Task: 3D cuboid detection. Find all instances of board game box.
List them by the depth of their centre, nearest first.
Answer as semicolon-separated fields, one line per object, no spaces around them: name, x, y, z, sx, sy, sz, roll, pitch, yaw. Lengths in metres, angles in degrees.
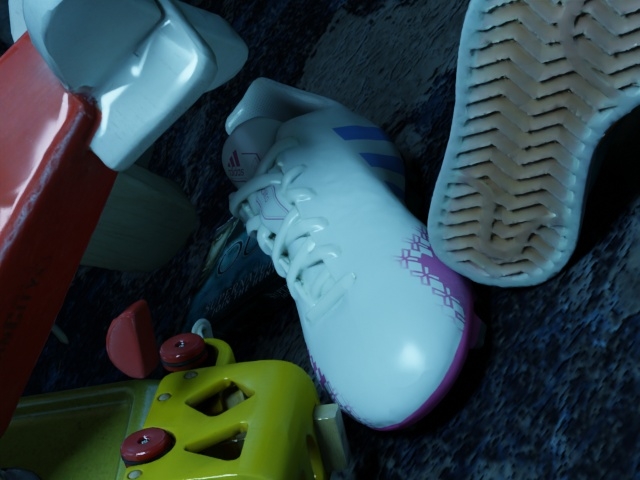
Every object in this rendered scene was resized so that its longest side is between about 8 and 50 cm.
board game box;-0.036;0.006;1.316;0.186;0.026;0.126;-35;29;45

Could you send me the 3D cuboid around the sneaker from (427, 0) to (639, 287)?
sneaker;0.123;-0.107;0.894;0.302;0.108;0.121;109;178;-52

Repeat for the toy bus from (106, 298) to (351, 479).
toy bus;-0.038;0.118;0.978;0.104;0.191;0.202;-8;72;13

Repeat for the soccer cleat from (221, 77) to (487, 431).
soccer cleat;0.000;0.000;1.073;0.116;0.143;0.331;-51;21;15

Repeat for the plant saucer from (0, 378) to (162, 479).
plant saucer;-0.221;0.207;1.088;0.333;0.081;0.333;-10;36;11

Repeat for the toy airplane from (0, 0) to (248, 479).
toy airplane;-0.223;-0.026;0.995;0.384;0.272;0.386;-43;-32;-33
